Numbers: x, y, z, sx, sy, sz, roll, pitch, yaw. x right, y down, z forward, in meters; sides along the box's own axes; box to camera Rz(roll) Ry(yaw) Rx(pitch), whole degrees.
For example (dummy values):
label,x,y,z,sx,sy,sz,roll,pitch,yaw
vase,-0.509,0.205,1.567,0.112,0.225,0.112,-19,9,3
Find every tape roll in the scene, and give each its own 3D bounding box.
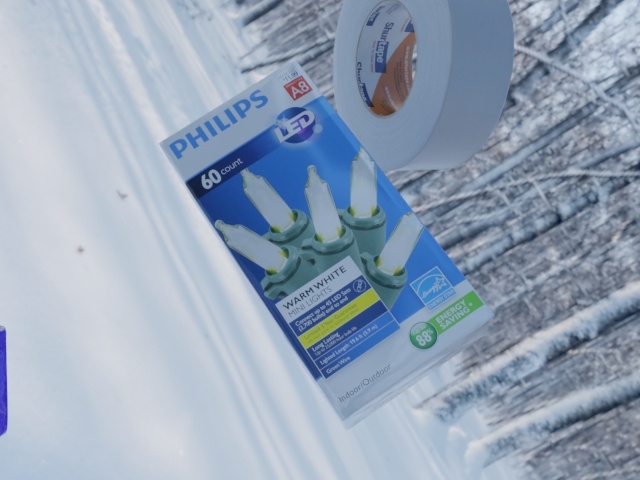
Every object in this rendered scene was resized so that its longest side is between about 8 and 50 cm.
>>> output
label,x,y,z,sx,sy,sz,roll,pitch,yaw
tape roll,0.094,-0.179,0.780,0.219,0.072,0.219,15,-73,63

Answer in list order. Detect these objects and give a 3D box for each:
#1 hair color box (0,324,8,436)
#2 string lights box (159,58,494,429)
label,x,y,z,sx,sy,sz,roll,pitch,yaw
hair color box,-0.445,0.109,0.611,0.185,0.339,0.110,-39,135,-70
string lights box,0.000,0.000,0.614,0.259,0.133,0.077,54,-7,18
